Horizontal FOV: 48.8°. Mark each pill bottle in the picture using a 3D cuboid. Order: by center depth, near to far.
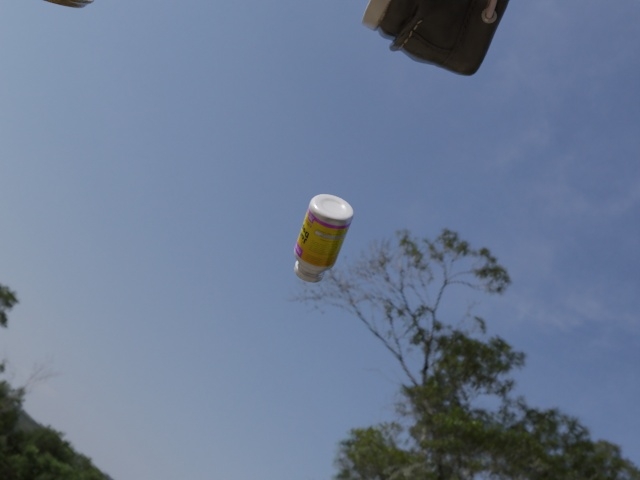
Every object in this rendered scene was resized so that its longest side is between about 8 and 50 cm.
[{"bbox_3d":[0.000,0.000,0.681,0.043,0.043,0.083,34,-54,20],"label":"pill bottle"}]

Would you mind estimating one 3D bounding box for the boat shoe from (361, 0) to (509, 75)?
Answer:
[{"bbox_3d":[0.152,-0.276,0.539,0.095,0.335,0.112,32,-5,-5],"label":"boat shoe"}]

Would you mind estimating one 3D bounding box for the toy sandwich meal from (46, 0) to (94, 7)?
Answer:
[{"bbox_3d":[-0.196,-0.191,0.499,0.085,0.085,0.029,31,-69,24],"label":"toy sandwich meal"}]
